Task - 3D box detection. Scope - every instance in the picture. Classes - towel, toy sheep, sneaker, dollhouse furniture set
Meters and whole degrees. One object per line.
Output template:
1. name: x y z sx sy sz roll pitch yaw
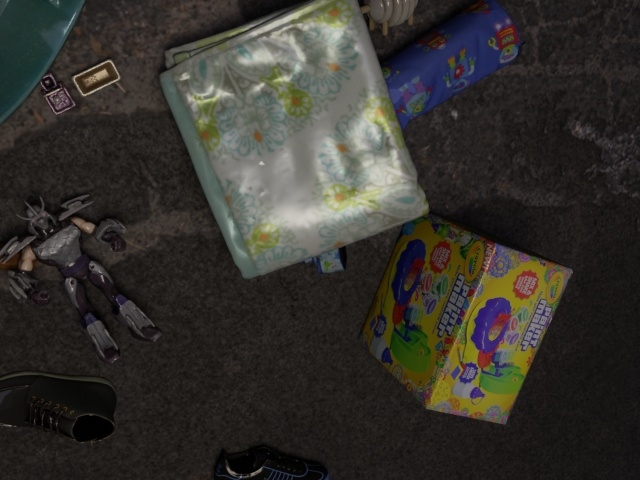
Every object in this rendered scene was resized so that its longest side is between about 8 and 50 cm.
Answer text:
1. towel: -0.039 -0.159 0.986 0.320 0.090 0.375 -19 102 5
2. toy sheep: 0.113 -0.393 1.057 0.132 0.091 0.091 -33 116 -30
3. sneaker: -0.438 0.269 1.017 0.222 0.118 0.083 1 105 -22
4. dollhouse furniture set: -0.354 -0.241 0.919 0.114 0.081 0.091 -30 114 -11
5. sneaker: -0.087 0.444 1.228 0.232 0.081 0.091 2 112 -21

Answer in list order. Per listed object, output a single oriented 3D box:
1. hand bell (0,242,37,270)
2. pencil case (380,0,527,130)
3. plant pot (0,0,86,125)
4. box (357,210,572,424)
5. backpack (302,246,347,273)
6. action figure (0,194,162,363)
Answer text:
1. hand bell: -0.537 0.006 0.927 0.242 0.126 0.126 18 99 -38
2. pencil case: 0.199 -0.292 1.102 0.306 0.119 0.133 -35 136 -9
3. plant pot: -0.451 -0.328 0.654 0.334 0.341 0.341 31 93 -11
4. box: 0.245 0.122 1.153 0.177 0.279 0.290 17 98 -25
5. backpack: 0.000 0.000 1.121 0.084 0.105 0.114 -14 112 7
6. action figure: -0.367 0.054 0.989 0.185 0.099 0.285 -35 118 -16
